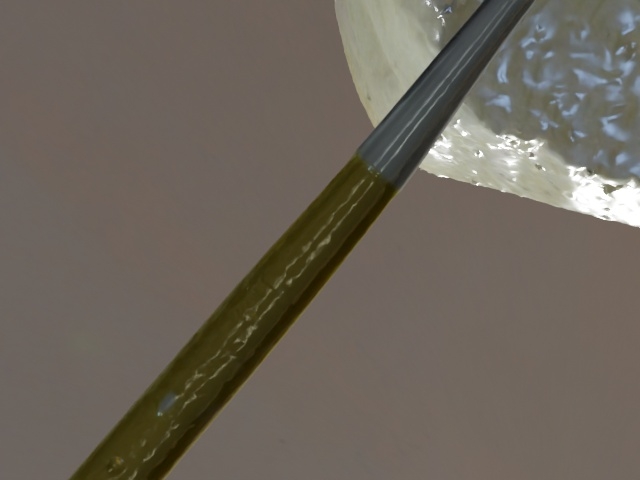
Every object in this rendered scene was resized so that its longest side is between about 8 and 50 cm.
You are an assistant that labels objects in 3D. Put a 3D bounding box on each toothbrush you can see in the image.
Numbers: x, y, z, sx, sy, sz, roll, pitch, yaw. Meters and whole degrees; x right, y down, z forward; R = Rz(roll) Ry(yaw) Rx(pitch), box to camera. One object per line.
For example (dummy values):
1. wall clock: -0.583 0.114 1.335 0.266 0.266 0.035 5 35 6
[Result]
1. toothbrush: 0.000 0.000 0.495 0.021 0.024 0.288 41 -87 21

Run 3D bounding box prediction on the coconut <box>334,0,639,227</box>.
1. coconut: 0.192 -0.170 0.975 0.415 0.415 0.345 20 -103 9
